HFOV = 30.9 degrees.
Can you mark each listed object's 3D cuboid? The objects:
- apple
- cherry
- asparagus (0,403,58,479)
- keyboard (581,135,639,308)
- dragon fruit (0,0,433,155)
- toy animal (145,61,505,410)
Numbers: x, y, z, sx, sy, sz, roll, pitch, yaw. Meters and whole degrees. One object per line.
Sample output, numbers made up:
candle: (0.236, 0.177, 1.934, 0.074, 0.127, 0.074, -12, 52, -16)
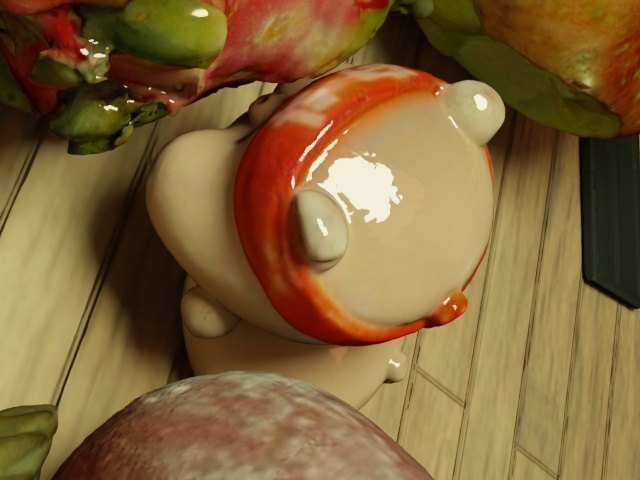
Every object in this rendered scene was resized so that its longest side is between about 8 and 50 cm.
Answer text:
apple: (0.205, -0.249, 0.805, 0.339, 0.339, 0.339, 19, 64, -45)
cherry: (-0.024, 0.189, 0.457, 0.213, 0.236, 0.285, 27, 42, -64)
asparagus: (-0.197, 0.135, 0.405, 0.287, 0.080, 0.080, -35, 104, -46)
keyboard: (0.272, -0.128, 1.074, 0.103, 0.041, 0.381, 27, 65, -42)
dragon fruit: (-0.076, -0.180, 0.539, 0.302, 0.237, 0.231, -74, 157, -47)
toy animal: (0.000, 0.000, 0.583, 0.171, 0.197, 0.171, 10, 49, -12)
